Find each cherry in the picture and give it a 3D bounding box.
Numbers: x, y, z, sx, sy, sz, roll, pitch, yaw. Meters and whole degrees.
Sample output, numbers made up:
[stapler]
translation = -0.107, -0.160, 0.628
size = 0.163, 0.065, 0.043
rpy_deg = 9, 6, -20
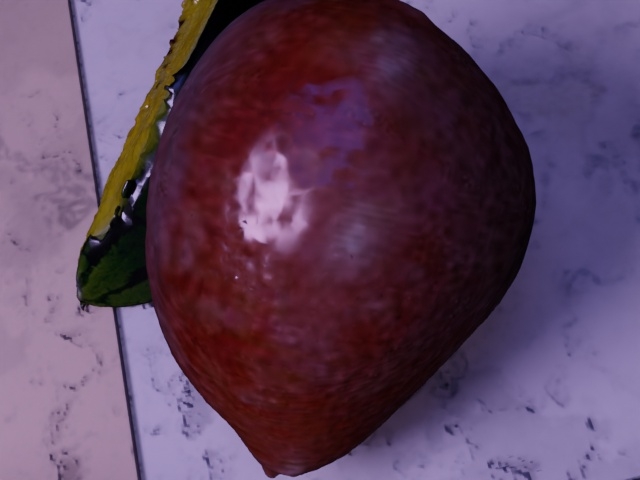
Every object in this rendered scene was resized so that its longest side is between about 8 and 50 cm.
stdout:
[cherry]
translation = -0.002, -0.011, 0.580
size = 0.239, 0.239, 0.206
rpy_deg = -44, 86, -12

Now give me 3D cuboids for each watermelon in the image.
[watermelon]
translation = -0.075, -0.088, 0.722
size = 0.129, 0.123, 0.301
rpy_deg = -3, 58, 46
